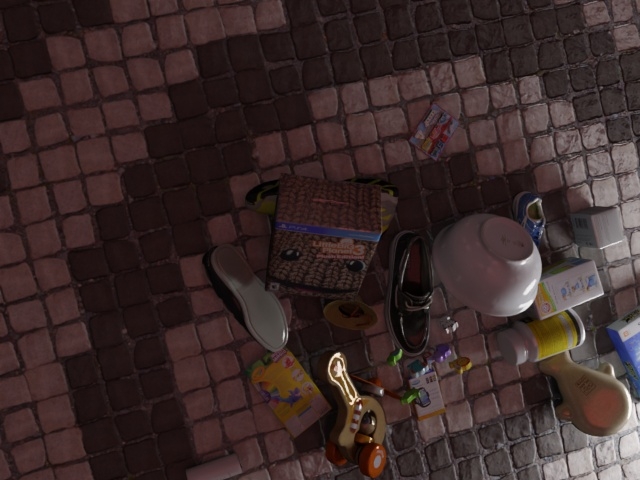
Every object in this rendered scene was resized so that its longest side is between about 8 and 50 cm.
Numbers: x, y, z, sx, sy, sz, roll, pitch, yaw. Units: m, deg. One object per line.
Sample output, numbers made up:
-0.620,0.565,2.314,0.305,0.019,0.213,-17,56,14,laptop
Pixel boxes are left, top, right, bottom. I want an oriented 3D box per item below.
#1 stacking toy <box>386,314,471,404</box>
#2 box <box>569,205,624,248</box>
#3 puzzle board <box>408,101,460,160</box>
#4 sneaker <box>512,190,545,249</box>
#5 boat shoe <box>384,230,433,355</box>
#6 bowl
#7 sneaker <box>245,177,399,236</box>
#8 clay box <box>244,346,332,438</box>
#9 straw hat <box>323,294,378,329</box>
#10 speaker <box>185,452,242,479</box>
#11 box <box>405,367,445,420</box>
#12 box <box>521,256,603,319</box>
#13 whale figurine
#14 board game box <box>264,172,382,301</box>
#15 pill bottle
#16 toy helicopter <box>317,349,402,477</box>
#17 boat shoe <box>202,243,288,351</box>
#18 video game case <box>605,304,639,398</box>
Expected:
0.284,0.317,1.696,0.221,0.052,0.167,-30,120,-14,stacking toy
0.771,-0.038,1.817,0.087,0.101,0.101,-19,98,-11,box
0.307,-0.293,1.748,0.096,0.011,0.128,34,85,-12,puzzle board
0.569,-0.029,1.783,0.080,0.081,0.211,-7,96,-14,sneaker
0.234,0.143,1.698,0.121,0.119,0.335,-7,94,-12,boat shoe
0.445,0.034,1.653,0.298,0.134,0.297,9,52,-11,bowl
0.004,-0.073,1.629,0.385,0.145,0.147,2,111,-4,sneaker
-0.086,0.381,1.673,0.127,0.053,0.222,-36,99,-10,clay box
0.081,0.171,1.692,0.145,0.144,0.061,21,50,-13,straw hat
-0.267,0.583,1.642,0.136,0.055,0.055,-16,96,-11,speaker
0.284,0.413,1.771,0.081,0.028,0.136,-16,94,-11,box
0.647,0.129,1.791,0.203,0.114,0.103,-20,97,-10,box
0.734,0.423,1.835,0.216,0.141,0.272,-43,76,-8,whale figurine
0.000,0.000,1.529,0.232,0.291,0.141,7,53,-5,board game box
0.602,0.265,1.786,0.209,0.119,0.119,-17,96,-12,pill bottle
0.089,0.405,1.647,0.235,0.140,0.355,-47,127,-36,toy helicopter
-0.187,0.145,1.624,0.114,0.091,0.302,-33,99,-37,boat shoe
1.000,0.309,1.906,0.244,0.061,0.269,-31,99,-8,video game case
